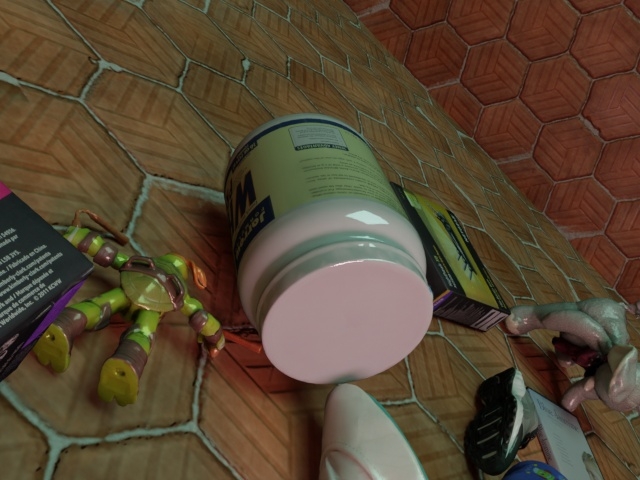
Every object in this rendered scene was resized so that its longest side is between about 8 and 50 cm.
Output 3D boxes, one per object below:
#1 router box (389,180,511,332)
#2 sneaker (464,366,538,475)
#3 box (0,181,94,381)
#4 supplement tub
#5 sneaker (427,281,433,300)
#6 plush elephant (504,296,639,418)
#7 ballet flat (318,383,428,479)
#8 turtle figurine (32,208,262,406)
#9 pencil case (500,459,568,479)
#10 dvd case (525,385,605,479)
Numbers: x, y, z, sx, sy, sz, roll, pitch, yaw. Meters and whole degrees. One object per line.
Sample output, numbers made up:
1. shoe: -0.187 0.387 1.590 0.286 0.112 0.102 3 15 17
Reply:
1. router box: 0.256 0.035 1.314 0.243 0.081 0.308 20 37 -41
2. sneaker: 0.321 0.312 1.016 0.108 0.100 0.271 54 27 3
3. box: -0.334 0.005 0.423 0.270 0.165 0.143 43 28 -5
4. supplement tub: 0.000 0.000 0.799 0.236 0.235 0.324 29 26 -31
5. sneaker: 0.115 0.084 1.065 0.237 0.085 0.086 27 59 -39
6. plush elephant: 0.617 0.274 1.333 0.272 0.330 0.255 38 46 -32
7. ballet flat: 0.073 0.335 0.616 0.139 0.139 0.400 9 46 -50
8. turtle figurine: -0.178 0.071 0.639 0.269 0.087 0.217 42 27 -9
9. pencil case: 0.244 0.388 0.775 0.120 0.133 0.306 24 13 32
10. dvd case: 0.494 0.425 1.187 0.180 0.022 0.253 32 30 -26
